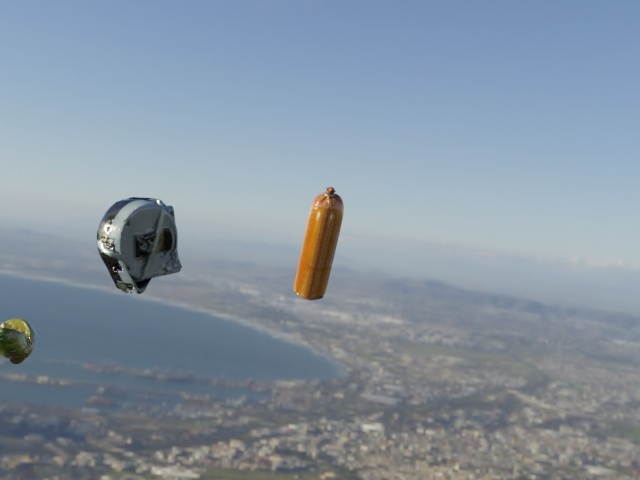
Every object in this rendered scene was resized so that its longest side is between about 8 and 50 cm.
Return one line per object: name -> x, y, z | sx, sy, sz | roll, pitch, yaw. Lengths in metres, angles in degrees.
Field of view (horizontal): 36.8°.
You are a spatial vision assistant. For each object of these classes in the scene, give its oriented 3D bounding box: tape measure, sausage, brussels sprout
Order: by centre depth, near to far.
sausage -> 0.000, 0.000, 0.829 | 0.031, 0.107, 0.031 | 9, 31, -5
tape measure -> -0.192, 0.003, 1.013 | 0.054, 0.094, 0.091 | 15, 35, 40
brussels sprout -> -0.355, 0.117, 1.108 | 0.046, 0.051, 0.083 | -35, 6, -1
